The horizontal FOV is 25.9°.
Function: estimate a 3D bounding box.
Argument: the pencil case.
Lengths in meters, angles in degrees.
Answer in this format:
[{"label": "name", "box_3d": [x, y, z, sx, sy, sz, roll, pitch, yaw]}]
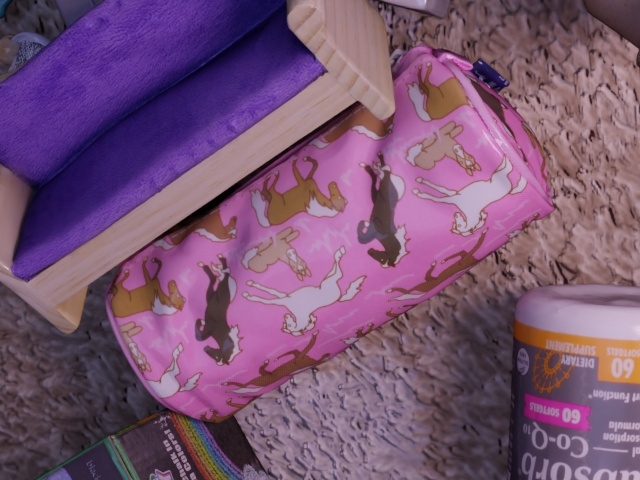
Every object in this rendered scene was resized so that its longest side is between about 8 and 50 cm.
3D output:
[{"label": "pencil case", "box_3d": [0.000, 0.000, 1.150, 0.386, 0.160, 0.167, -35, 54, 19]}]

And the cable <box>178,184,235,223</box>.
[{"label": "cable", "box_3d": [-0.152, -0.104, 1.249, 0.151, 0.047, 0.184, -27, 85, 19]}]

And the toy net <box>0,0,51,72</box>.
[{"label": "toy net", "box_3d": [-0.287, -0.214, 1.289, 0.122, 0.045, 0.232, -33, 86, 16]}]

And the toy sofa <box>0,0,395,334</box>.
[{"label": "toy sofa", "box_3d": [-0.132, -0.101, 1.098, 0.363, 0.150, 0.177, -33, 121, 22]}]

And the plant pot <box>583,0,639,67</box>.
[{"label": "plant pot", "box_3d": [0.173, -0.334, 0.961, 0.305, 0.334, 0.333, 30, 103, 12]}]

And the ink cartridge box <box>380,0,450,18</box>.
[{"label": "ink cartridge box", "box_3d": [0.008, -0.281, 1.162, 0.231, 0.078, 0.134, 19, 99, 16]}]

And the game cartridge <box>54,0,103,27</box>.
[{"label": "game cartridge", "box_3d": [-0.192, -0.366, 1.184, 0.230, 0.068, 0.355, -39, 66, 28]}]

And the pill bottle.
[{"label": "pill bottle", "box_3d": [0.226, 0.179, 1.086, 0.162, 0.162, 0.278, 3, 96, 18]}]

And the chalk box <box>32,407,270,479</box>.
[{"label": "chalk box", "box_3d": [-0.167, 0.259, 1.157, 0.179, 0.289, 0.180, -31, 84, 18]}]
